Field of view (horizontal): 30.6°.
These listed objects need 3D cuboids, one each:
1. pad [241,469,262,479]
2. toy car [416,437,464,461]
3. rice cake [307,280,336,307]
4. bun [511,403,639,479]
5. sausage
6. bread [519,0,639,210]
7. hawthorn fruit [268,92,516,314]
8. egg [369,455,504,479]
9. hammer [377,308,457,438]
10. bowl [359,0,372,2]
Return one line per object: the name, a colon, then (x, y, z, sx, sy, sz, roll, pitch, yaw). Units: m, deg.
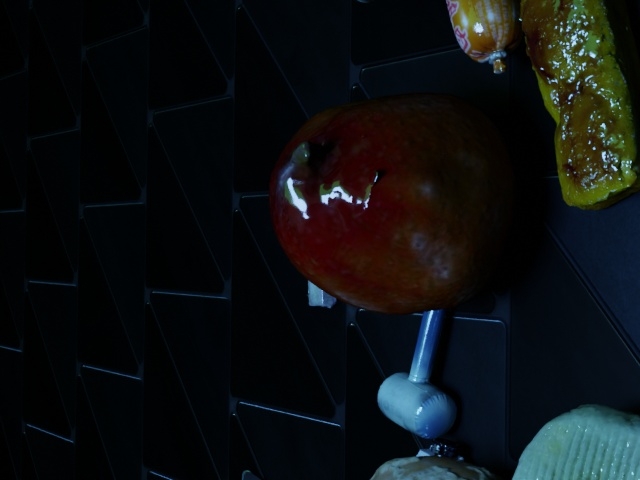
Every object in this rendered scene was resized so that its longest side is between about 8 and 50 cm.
pad: (-0.071, 0.486, 1.884, 0.233, 0.022, 0.174, 15, 101, 54)
toy car: (0.148, 0.338, 1.511, 0.080, 0.070, 0.171, 24, 110, 55)
rice cake: (0.000, 0.000, 1.778, 0.047, 0.036, 0.207, -9, 81, 44)
bun: (0.304, 0.281, 1.225, 0.212, 0.126, 0.204, 30, 87, 47)
sausage: (0.190, -0.349, 1.450, 0.093, 0.093, 0.312, -29, 65, 52)
bread: (0.294, -0.173, 1.303, 0.139, 0.077, 0.271, -26, 70, 56)
hawthorn fruit: (0.083, -0.041, 1.419, 0.295, 0.311, 0.295, 173, 90, -67)
egg: (0.154, 0.357, 1.373, 0.245, 0.203, 0.203, 39, 126, 15)
hammer: (0.140, 0.157, 1.539, 0.116, 0.069, 0.194, 23, 104, 56)
bowl: (0.054, -0.474, 1.542, 0.146, 0.289, 0.289, -26, 64, 22)
